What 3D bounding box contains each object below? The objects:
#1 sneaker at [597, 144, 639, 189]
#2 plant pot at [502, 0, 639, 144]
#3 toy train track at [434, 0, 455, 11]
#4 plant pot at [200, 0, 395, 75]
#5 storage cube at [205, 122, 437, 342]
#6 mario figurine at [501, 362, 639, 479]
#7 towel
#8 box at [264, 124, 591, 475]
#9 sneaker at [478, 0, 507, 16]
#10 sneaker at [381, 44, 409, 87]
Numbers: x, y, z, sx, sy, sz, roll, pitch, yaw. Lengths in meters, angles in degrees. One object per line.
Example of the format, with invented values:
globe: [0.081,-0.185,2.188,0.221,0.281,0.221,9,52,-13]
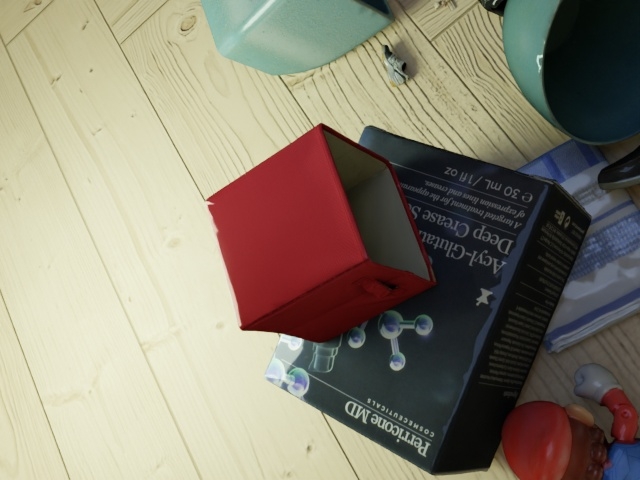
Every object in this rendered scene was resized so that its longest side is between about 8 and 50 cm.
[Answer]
sneaker: [0.470,-0.164,1.124,0.222,0.083,0.118,-30,97,9]
plant pot: [0.373,-0.305,1.153,0.290,0.290,0.195,-51,37,5]
toy train track: [0.231,-0.426,1.387,0.083,0.014,0.048,-30,64,16]
plant pot: [-0.071,-0.435,1.421,0.252,0.247,0.247,-35,62,32]
storage cube: [0.000,0.000,1.019,0.193,0.183,0.215,-31,64,24]
mario figurine: [0.398,0.291,1.059,0.320,0.170,0.198,15,46,19]
towel: [0.367,-0.001,1.185,0.209,0.034,0.285,-29,64,16]
box: [0.151,0.081,1.141,0.293,0.212,0.396,22,91,34]
sneaker: [0.355,-0.435,1.289,0.227,0.087,0.130,-28,67,21]
sneaker: [0.129,-0.304,1.398,0.036,0.032,0.083,-19,72,6]
